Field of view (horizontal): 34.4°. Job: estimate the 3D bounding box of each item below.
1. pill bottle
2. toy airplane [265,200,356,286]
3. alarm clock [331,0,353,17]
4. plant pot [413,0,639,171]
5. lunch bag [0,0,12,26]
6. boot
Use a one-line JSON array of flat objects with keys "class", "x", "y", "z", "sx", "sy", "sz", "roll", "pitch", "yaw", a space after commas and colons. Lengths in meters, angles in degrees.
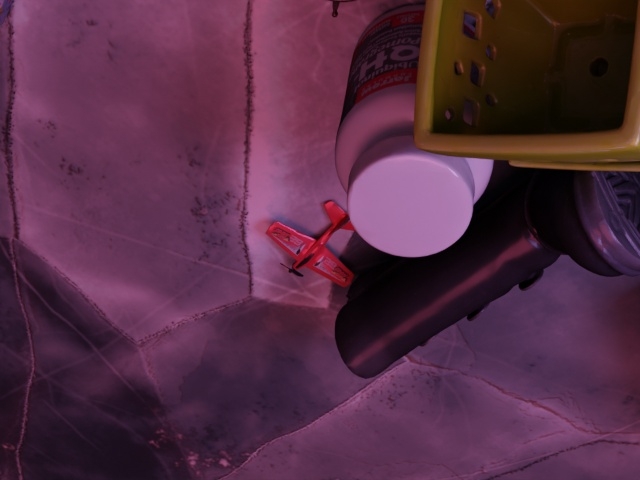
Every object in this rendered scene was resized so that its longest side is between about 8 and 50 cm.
[{"class": "pill bottle", "x": 0.108, "y": -0.126, "z": 1.175, "sx": 0.176, "sy": 0.319, "sz": 0.176, "roll": 4, "pitch": 127, "yaw": 5}, {"class": "toy airplane", "x": 0.000, "y": 0.000, "z": 1.466, "sx": 0.151, "sy": 0.028, "sz": 0.151, "roll": 3, "pitch": 127, "yaw": 4}, {"class": "alarm clock", "x": 0.016, "y": -0.359, "z": 1.175, "sx": 0.129, "sy": 0.064, "sz": 0.192, "roll": -21, "pitch": 123, "yaw": 22}, {"class": "plant pot", "x": 0.244, "y": -0.177, "z": 0.989, "sx": 0.227, "sy": 0.228, "sz": 0.207, "roll": 4, "pitch": 176, "yaw": 38}, {"class": "lunch bag", "x": -0.430, "y": -0.307, "z": 1.283, "sx": 0.083, "sy": 0.053, "sz": 0.071, "roll": 35, "pitch": 123, "yaw": -6}, {"class": "boot", "x": 0.192, "y": 0.039, "z": 1.275, "sx": 0.445, "sy": 0.367, "sz": 0.146, "roll": -30, "pitch": 93, "yaw": 26}]
